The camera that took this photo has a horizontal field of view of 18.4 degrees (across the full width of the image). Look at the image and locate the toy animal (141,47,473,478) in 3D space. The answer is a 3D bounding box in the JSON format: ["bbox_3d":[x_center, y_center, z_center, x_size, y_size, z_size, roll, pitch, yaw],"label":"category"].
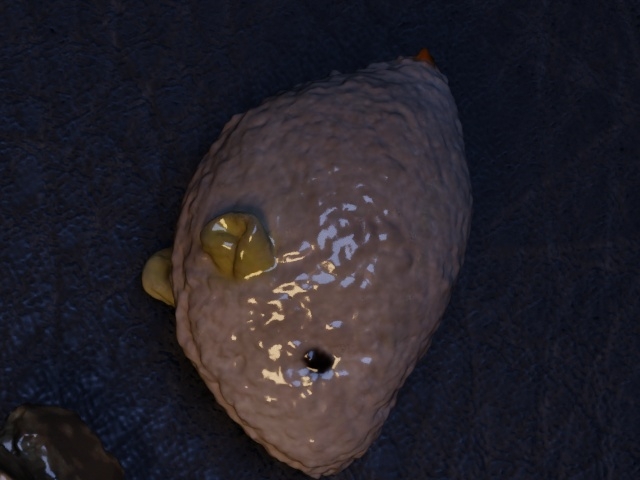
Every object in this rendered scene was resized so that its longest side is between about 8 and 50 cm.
[{"bbox_3d":[0.002,-0.006,1.582,0.227,0.188,0.358,26,69,-13],"label":"toy animal"}]

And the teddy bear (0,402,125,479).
[{"bbox_3d":[-0.192,0.295,1.437,0.222,0.246,0.296,-44,90,16],"label":"teddy bear"}]
